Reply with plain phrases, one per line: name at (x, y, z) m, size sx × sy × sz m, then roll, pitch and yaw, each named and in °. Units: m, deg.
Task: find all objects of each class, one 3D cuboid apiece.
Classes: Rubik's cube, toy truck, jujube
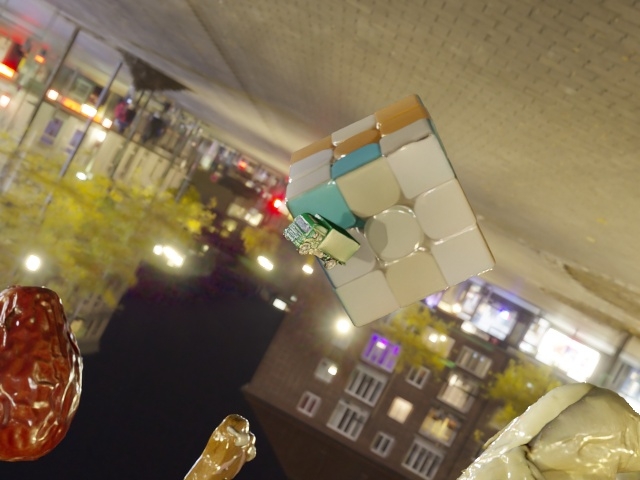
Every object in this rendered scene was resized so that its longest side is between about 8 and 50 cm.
Rubik's cube at (0.149, -0.075, 1.827) m, size 0.344 × 0.347 × 0.347 m, roll -86°, pitch -29°, yaw -67°
toy truck at (0.000, 0.000, 1.580) m, size 0.147 × 0.079 × 0.065 m, roll 27°, pitch -166°, yaw -48°
jujube at (-0.504, 0.222, 1.378) m, size 0.197 × 0.290 × 0.197 m, roll -1°, pitch 163°, yaw 0°

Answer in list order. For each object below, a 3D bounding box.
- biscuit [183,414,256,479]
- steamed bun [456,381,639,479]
biscuit at (-0.258, 0.533, 1.530) m, size 0.064 × 0.432 × 0.283 m, roll 33°, pitch 162°, yaw 15°
steamed bun at (0.312, 0.386, 1.176) m, size 0.230 × 0.372 × 0.325 m, roll 46°, pitch 160°, yaw 19°
